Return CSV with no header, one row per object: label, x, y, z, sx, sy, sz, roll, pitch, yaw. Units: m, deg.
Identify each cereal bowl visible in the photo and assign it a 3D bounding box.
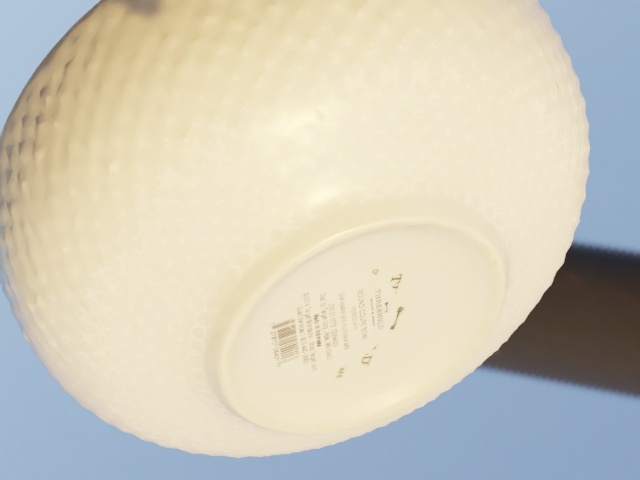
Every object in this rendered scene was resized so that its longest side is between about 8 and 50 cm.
cereal bowl,0.000,0.000,1.026,0.339,0.339,0.141,-36,-130,10
